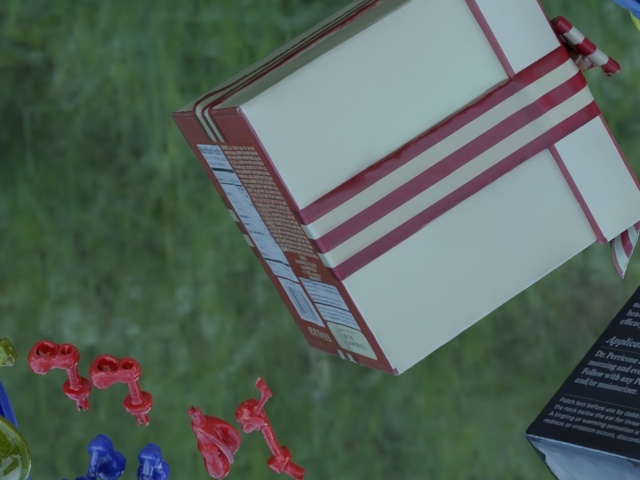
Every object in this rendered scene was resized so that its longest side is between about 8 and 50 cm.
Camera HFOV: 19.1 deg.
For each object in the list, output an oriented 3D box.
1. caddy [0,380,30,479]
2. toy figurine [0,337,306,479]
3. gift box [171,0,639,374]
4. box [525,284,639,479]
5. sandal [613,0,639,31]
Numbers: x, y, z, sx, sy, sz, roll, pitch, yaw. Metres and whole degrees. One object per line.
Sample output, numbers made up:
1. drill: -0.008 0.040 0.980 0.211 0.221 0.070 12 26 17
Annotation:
1. caddy: -0.362 0.259 1.789 0.179 0.341 0.241 -9 171 -38
2. toy figurine: -0.211 0.215 1.416 0.362 0.217 0.191 9 137 15
3. gift box: 0.078 -0.054 1.404 0.258 0.276 0.255 -34 -164 -12
4. box: 0.568 0.232 2.199 0.297 0.472 0.480 10 142 55
5. sandal: 0.325 -0.213 1.571 0.138 0.126 0.317 34 174 -30
